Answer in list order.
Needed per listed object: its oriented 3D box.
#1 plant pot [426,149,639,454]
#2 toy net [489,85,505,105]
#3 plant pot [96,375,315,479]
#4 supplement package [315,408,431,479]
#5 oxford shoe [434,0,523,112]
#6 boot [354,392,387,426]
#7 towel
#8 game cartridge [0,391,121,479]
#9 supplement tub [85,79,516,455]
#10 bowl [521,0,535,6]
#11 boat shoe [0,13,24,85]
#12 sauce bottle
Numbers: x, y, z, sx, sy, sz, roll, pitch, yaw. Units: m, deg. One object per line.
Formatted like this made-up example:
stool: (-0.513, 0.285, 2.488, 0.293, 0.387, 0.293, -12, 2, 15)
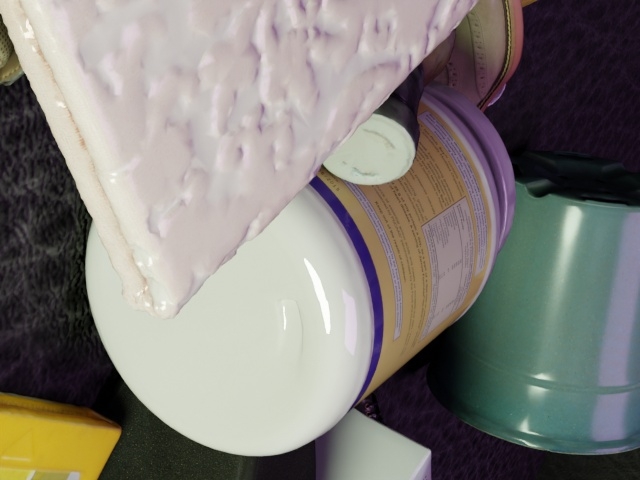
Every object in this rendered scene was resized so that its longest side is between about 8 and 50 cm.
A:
plant pot: (0.339, 0.067, 1.809, 0.341, 0.341, 0.334, -26, 127, -57)
toy net: (0.185, -0.177, 1.456, 0.232, 0.045, 0.122, -8, 97, -76)
plant pot: (-0.105, 0.199, 1.122, 0.187, 0.188, 0.167, 22, 83, -68)
supplement package: (-0.010, 0.315, 1.406, 0.198, 0.199, 0.263, -52, 155, -27)
oxford shoe: (0.099, -0.161, 1.236, 0.130, 0.123, 0.348, -28, 148, -23)
boot: (0.069, 0.214, 1.563, 0.077, 0.137, 0.198, -17, 128, -62)
towel: (-0.031, -0.174, 0.665, 0.332, 0.053, 0.317, -47, 138, -29)
game cartridge: (-0.288, 0.258, 0.923, 0.324, 0.052, 0.285, -65, 158, -2)
supplement tub: (0.000, 0.000, 1.046, 0.331, 0.241, 0.241, -31, 140, -53)
bowl: (0.220, -0.344, 1.294, 0.289, 0.156, 0.289, -49, 153, -35)
boat shoe: (-0.190, -0.122, 0.635, 0.132, 0.130, 0.355, -8, 120, -64)
sauce bottle: (0.055, -0.187, 0.981, 0.111, 0.111, 0.344, 89, 7, -48)
